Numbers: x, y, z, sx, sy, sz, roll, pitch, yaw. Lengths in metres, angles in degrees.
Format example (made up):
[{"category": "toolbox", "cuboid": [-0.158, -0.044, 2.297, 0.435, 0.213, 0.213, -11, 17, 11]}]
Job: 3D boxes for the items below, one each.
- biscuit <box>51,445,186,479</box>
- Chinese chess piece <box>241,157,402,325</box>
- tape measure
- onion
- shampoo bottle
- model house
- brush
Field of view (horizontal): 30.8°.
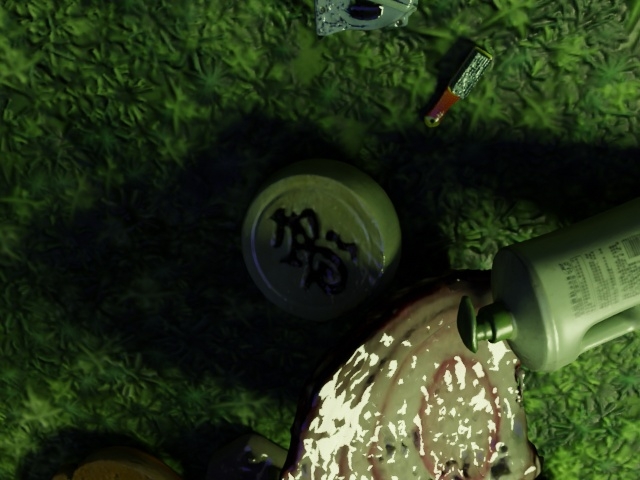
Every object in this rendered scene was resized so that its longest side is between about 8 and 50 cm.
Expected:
[{"category": "biscuit", "cuboid": [-0.209, 0.287, 1.236, 0.170, 0.050, 0.170, 7, 114, 16]}, {"category": "Chinese chess piece", "cuboid": [0.000, 0.000, 1.014, 0.144, 0.058, 0.144, 6, 108, 20]}, {"category": "tape measure", "cuboid": [0.031, -0.208, 0.912, 0.094, 0.054, 0.091, -11, 126, 14]}, {"category": "onion", "cuboid": [0.060, 0.172, 1.043, 0.280, 0.146, 0.314, -14, 112, -28]}, {"category": "shampoo bottle", "cuboid": [0.218, 0.040, 0.969, 0.234, 0.087, 0.118, -19, 114, -18]}, {"category": "model house", "cuboid": [-0.064, 0.337, 1.195, 0.122, 0.188, 0.229, 7, 124, -17]}, {"category": "brush", "cuboid": [0.113, -0.125, 0.975, 0.018, 0.021, 0.083, 29, 120, -15]}]
